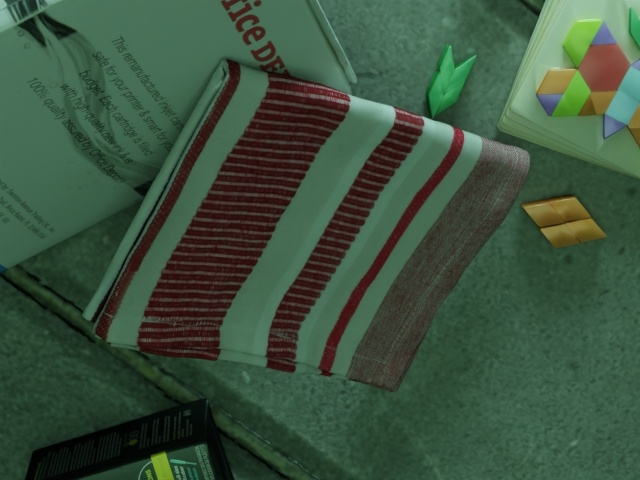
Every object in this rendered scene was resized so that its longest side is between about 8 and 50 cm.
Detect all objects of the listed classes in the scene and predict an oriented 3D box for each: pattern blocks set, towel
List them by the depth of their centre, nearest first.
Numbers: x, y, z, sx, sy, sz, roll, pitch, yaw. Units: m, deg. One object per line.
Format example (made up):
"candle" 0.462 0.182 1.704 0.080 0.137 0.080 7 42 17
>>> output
"towel" 0.000 0.000 1.326 0.329 0.037 0.237 13 114 -43
"pattern blocks set" 0.253 -0.125 1.416 0.324 0.026 0.285 11 104 -6

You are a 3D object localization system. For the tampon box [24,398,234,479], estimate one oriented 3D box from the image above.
"tampon box" -0.154 0.224 1.445 0.161 0.101 0.120 -17 105 1

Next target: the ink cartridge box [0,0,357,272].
"ink cartridge box" -0.204 -0.138 1.238 0.395 0.285 0.166 -26 65 3
